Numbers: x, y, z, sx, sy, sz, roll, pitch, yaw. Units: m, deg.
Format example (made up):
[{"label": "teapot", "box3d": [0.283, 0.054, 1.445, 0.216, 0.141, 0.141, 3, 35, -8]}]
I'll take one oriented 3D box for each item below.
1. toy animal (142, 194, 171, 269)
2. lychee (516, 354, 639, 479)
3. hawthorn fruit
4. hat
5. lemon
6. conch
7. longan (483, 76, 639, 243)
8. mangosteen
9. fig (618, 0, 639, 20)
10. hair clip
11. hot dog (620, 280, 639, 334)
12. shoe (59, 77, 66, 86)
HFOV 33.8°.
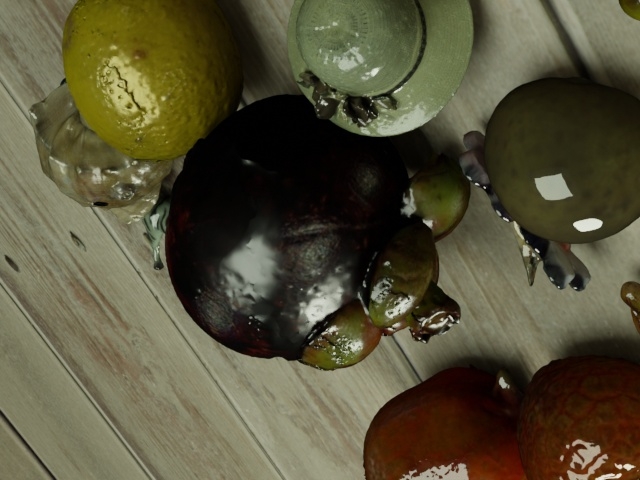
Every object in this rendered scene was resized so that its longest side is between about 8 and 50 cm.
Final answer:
[{"label": "toy animal", "box3d": [-0.228, -0.014, 1.904, 0.255, 0.090, 0.170, -9, 115, 44]}, {"label": "lychee", "box3d": [0.408, 0.286, 1.488, 0.300, 0.255, 0.255, 51, 150, 32]}, {"label": "hawthorn fruit", "box3d": [0.230, 0.354, 1.707, 0.311, 0.295, 0.295, -25, 109, 26]}, {"label": "hat", "box3d": [0.045, -0.255, 1.286, 0.257, 0.130, 0.257, 2, 95, 27]}, {"label": "lemon", "box3d": [-0.246, -0.261, 1.544, 0.258, 0.258, 0.310, 4, 122, 40]}, {"label": "conch", "box3d": [-0.364, -0.142, 1.763, 0.263, 0.186, 0.324, 9, 124, 9]}, {"label": "longan", "box3d": [0.297, -0.096, 1.260, 0.220, 0.196, 0.196, 28, 140, 21]}, {"label": "mangosteen", "box3d": [-0.011, -0.018, 1.468, 0.421, 0.381, 0.381, 7, 131, 27]}, {"label": "fig", "box3d": [0.364, -0.271, 1.133, 0.088, 0.074, 0.074, 13, 138, 2]}, {"label": "hair clip", "box3d": [0.266, -0.032, 1.393, 0.075, 0.146, 0.257, -26, 104, 29]}, {"label": "hot dog", "box3d": [0.461, 0.102, 1.413, 0.090, 0.060, 0.140, -19, 109, 44]}, {"label": "shoe", "box3d": [-0.426, -0.204, 1.884, 0.106, 0.091, 0.207, 14, 138, 25]}]
